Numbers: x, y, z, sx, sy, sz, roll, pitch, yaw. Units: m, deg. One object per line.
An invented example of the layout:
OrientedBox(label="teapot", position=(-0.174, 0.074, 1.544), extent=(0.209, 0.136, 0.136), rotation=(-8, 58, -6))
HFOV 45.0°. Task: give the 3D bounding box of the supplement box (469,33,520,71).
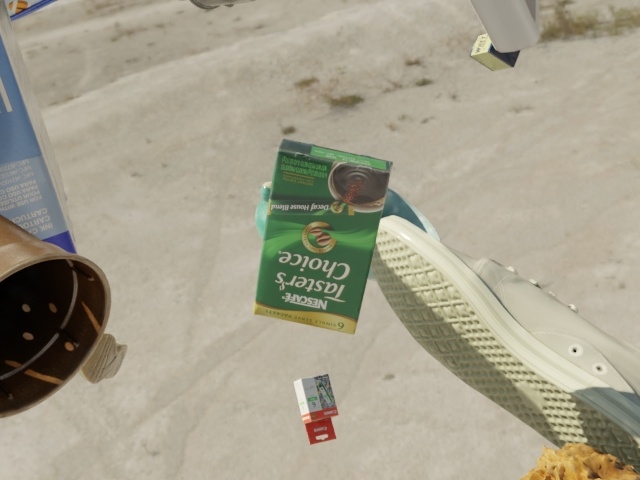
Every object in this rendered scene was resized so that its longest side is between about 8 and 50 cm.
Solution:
OrientedBox(label="supplement box", position=(0.425, -0.459, 1.876), extent=(0.083, 0.083, 0.056), rotation=(10, 76, 65))

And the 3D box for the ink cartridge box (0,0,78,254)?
OrientedBox(label="ink cartridge box", position=(-0.420, -0.124, 0.969), extent=(0.151, 0.396, 0.270), rotation=(-18, 36, -13))

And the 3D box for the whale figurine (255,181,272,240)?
OrientedBox(label="whale figurine", position=(-0.054, -0.041, 1.712), extent=(0.141, 0.216, 0.272), rotation=(-56, 14, -12))

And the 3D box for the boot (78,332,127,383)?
OrientedBox(label="boot", position=(-0.483, 0.186, 1.442), extent=(0.203, 0.095, 0.262), rotation=(22, -9, 2))

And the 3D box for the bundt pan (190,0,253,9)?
OrientedBox(label="bundt pan", position=(-0.162, -0.587, 1.413), extent=(0.124, 0.331, 0.330), rotation=(20, 41, 39))

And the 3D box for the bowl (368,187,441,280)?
OrientedBox(label="bowl", position=(0.145, -0.010, 2.017), extent=(0.311, 0.163, 0.312), rotation=(27, 27, -15))

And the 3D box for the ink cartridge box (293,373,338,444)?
OrientedBox(label="ink cartridge box", position=(-0.003, 0.301, 1.379), extent=(0.062, 0.115, 0.029), rotation=(-3, -21, -35))

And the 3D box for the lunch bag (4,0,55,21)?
OrientedBox(label="lunch bag", position=(-0.478, -0.507, 1.278), extent=(0.303, 0.243, 0.115), rotation=(-22, 37, 4))

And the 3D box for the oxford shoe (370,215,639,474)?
OrientedBox(label="oxford shoe", position=(0.237, 0.109, 0.926), extent=(0.130, 0.169, 0.449), rotation=(-37, 58, -28))

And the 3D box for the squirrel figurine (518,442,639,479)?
OrientedBox(label="squirrel figurine", position=(0.198, 0.401, 0.684), extent=(0.281, 0.397, 0.370), rotation=(21, 43, 37))

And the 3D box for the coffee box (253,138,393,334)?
OrientedBox(label="coffee box", position=(0.000, 0.000, 0.765), extent=(0.113, 0.184, 0.040), rotation=(13, 26, 1))

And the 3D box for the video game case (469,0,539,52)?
OrientedBox(label="video game case", position=(0.074, -0.334, 0.481), extent=(0.036, 0.329, 0.300), rotation=(-8, 61, 30))

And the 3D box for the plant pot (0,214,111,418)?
OrientedBox(label="plant pot", position=(-0.310, 0.048, 0.708), extent=(0.165, 0.167, 0.167), rotation=(31, 47, 28))
